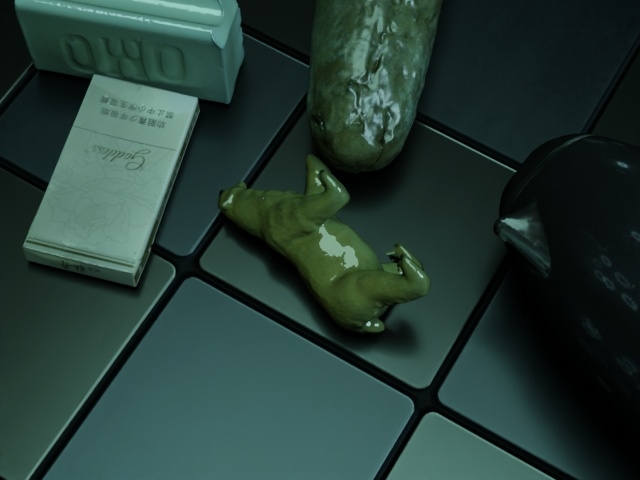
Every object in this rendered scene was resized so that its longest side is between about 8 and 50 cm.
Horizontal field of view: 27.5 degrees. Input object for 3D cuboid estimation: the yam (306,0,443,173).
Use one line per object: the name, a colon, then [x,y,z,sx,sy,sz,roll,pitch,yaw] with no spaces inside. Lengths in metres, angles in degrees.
yam: [0.059,-0.217,1.251,0.133,0.133,0.330,9,68,4]

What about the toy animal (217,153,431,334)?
toy animal: [0.000,0.000,1.168,0.101,0.103,0.219,-45,75,6]

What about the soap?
soap: [-0.177,-0.198,1.240,0.198,0.119,0.067,10,66,5]

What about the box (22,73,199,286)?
box: [-0.193,-0.059,1.220,0.109,0.029,0.198,13,64,7]

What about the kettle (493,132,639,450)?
kettle: [0.292,0.024,1.110,0.268,0.207,0.290,-14,51,-39]
